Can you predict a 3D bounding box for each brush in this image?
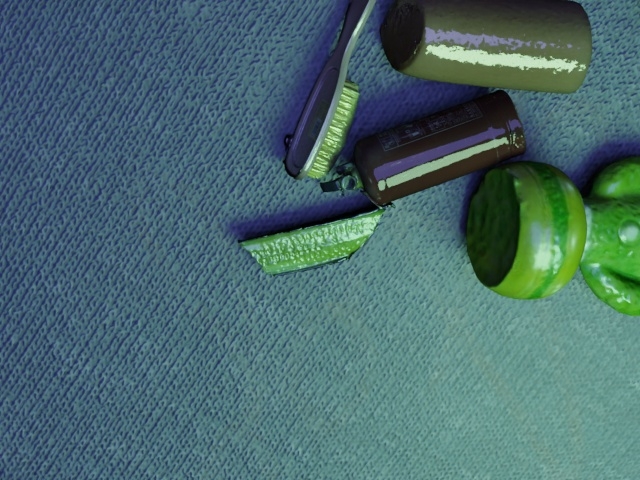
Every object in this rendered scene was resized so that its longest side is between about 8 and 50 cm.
[{"bbox_3d":[0.035,-0.222,1.305,0.067,0.072,0.313,15,101,-35],"label":"brush"}]

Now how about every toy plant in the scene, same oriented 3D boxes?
[{"bbox_3d":[0.374,-0.007,1.360,0.315,0.184,0.224,0,89,-19],"label":"toy plant"}]

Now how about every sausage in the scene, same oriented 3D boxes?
[{"bbox_3d":[0.211,-0.258,1.280,0.252,0.123,0.123,2,106,-9],"label":"sausage"}]

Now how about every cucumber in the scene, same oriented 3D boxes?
[{"bbox_3d":[0.000,0.000,1.368,0.220,0.046,0.071,-14,110,-2],"label":"cucumber"}]

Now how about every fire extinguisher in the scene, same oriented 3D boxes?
[{"bbox_3d":[0.130,-0.112,1.319,0.268,0.105,0.105,-21,108,0],"label":"fire extinguisher"}]
